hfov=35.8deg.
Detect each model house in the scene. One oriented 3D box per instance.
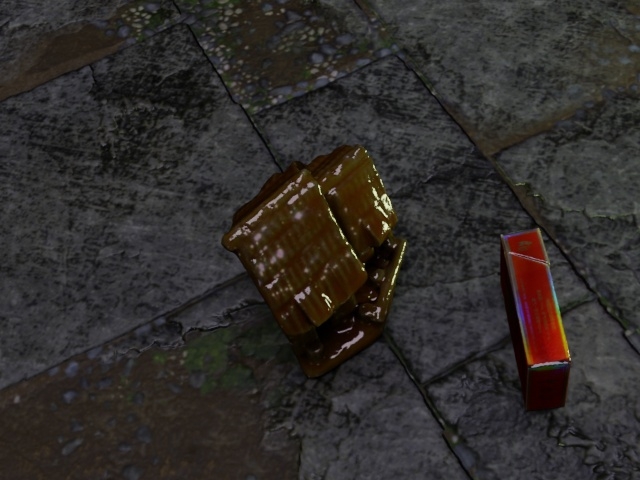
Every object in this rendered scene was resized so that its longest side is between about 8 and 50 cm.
[{"bbox_3d":[0.001,0.001,1.153,0.199,0.229,0.219,-32,57,-5],"label":"model house"}]

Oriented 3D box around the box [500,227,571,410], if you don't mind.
[{"bbox_3d":[0.240,0.089,1.114,0.048,0.112,0.175,-8,56,5],"label":"box"}]
